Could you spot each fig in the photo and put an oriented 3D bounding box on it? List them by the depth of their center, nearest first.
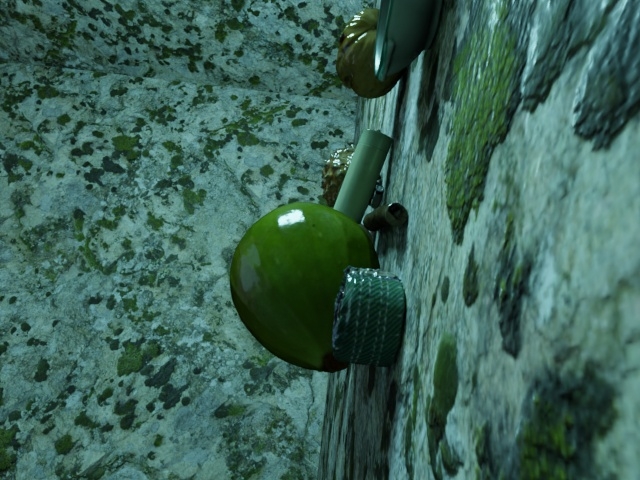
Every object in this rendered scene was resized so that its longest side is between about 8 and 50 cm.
[{"bbox_3d":[-0.016,0.097,0.795,0.316,0.317,0.315,7,-90,-89],"label":"fig"}]

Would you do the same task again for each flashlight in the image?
[{"bbox_3d":[0.136,-0.104,1.014,0.083,0.019,0.018,94,-176,-66],"label":"flashlight"}]

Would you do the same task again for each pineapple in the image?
[{"bbox_3d":[0.077,-0.142,1.095,0.193,0.167,0.166,97,-179,-46],"label":"pineapple"}]

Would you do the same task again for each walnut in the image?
[{"bbox_3d":[0.107,-0.379,0.881,0.184,0.156,0.155,113,164,-75],"label":"walnut"}]

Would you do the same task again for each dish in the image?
[{"bbox_3d":[0.128,-0.338,0.589,0.246,0.078,0.223,91,-175,-72],"label":"dish"}]

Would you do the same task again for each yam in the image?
[{"bbox_3d":[0.112,-0.040,0.789,0.327,0.046,0.045,-38,-67,-89],"label":"yam"}]

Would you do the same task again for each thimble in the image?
[{"bbox_3d":[0.067,0.114,0.612,0.118,0.090,0.135,-86,5,-62],"label":"thimble"}]

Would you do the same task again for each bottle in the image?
[{"bbox_3d":[0.092,-0.141,0.939,0.072,0.072,0.201,-77,8,-81],"label":"bottle"}]

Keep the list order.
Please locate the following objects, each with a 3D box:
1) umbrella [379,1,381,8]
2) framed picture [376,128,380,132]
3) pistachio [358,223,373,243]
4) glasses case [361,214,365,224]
[{"bbox_3d":[0.195,-0.671,1.262,0.143,0.062,0.067,96,151,-82],"label":"umbrella"},{"bbox_3d":[0.168,-0.283,1.317,0.149,0.011,0.109,-75,-8,-81],"label":"framed picture"},{"bbox_3d":[0.000,0.000,1.031,0.166,0.288,0.197,-63,22,18],"label":"pistachio"},{"bbox_3d":[0.110,-0.016,1.334,0.092,0.059,0.233,98,178,-58],"label":"glasses case"}]
